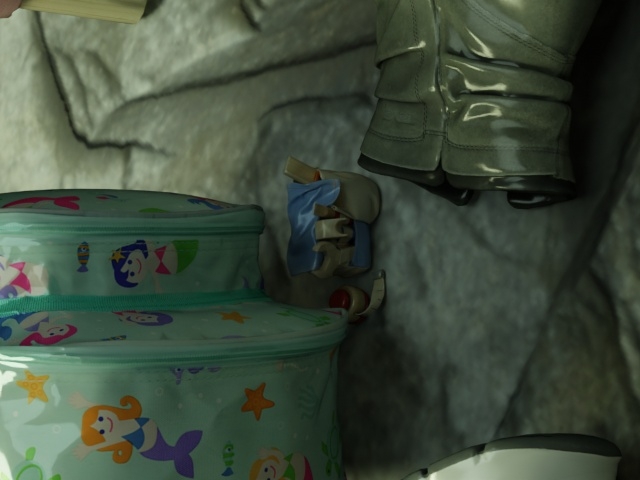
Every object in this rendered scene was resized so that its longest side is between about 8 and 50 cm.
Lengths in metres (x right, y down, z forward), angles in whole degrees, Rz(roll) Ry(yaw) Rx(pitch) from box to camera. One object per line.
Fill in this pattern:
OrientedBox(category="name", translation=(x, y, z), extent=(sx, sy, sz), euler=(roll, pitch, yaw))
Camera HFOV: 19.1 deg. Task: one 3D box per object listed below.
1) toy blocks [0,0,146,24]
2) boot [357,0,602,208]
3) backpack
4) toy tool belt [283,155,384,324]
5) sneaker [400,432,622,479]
OrientedBox(category="toy blocks", translation=(-0.189, -0.308, 1.050), extent=(0.288, 0.260, 0.309), euler=(145, 126, -59))
OrientedBox(category="boot", translation=(0.039, -0.109, 0.959), extent=(0.246, 0.083, 0.161), euler=(21, 100, 46))
OrientedBox(category="backpack", translation=(-0.109, 0.069, 0.942), extent=(0.253, 0.225, 0.191), euler=(10, 98, 50))
OrientedBox(category="toy tool belt", translation=(0.000, 0.000, 0.985), extent=(0.052, 0.051, 0.083), euler=(-18, 68, 40))
OrientedBox(category="sneaker", translation=(0.024, 0.194, 0.878), extent=(0.297, 0.111, 0.129), euler=(-33, 64, 35))
